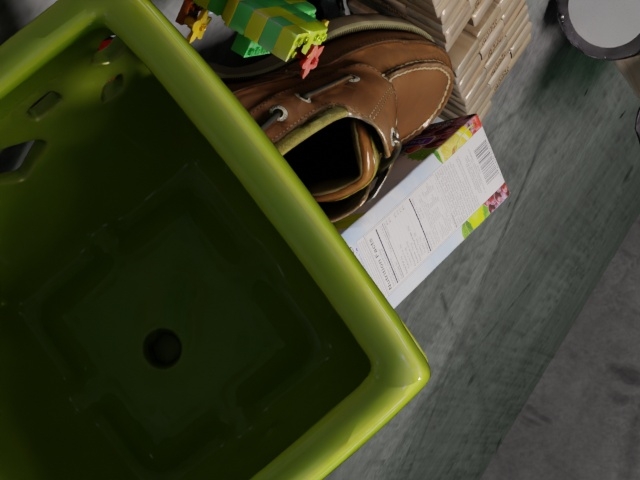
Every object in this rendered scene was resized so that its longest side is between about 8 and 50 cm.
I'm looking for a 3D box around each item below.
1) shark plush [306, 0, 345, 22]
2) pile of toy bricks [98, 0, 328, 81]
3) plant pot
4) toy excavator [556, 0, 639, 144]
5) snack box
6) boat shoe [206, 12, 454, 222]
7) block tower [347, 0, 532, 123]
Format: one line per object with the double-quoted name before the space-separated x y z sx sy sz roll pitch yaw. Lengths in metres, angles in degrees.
"shark plush" -0.001 -0.135 1.264 0.161 0.073 0.067 62 38 -49
"pile of toy bricks" -0.040 -0.124 1.007 0.212 0.105 0.118 -26 144 -62
"plant pot" -0.089 0.042 0.876 0.228 0.227 0.207 -38 172 6
"toy excavator" 0.436 -0.325 1.812 0.445 0.433 0.222 -34 172 20
"snack box" 0.000 0.000 1.247 0.207 0.174 0.070 -44 115 -46
"boat shoe" -0.005 -0.056 1.132 0.307 0.104 0.110 -22 139 -46
"block tower" 0.078 -0.178 1.296 0.097 0.091 0.335 -56 165 -8
